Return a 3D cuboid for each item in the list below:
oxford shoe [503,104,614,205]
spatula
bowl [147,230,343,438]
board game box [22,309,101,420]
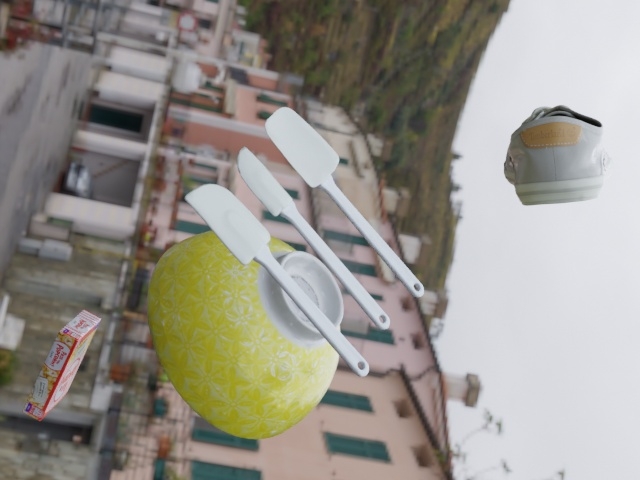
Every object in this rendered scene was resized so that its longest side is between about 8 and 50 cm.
[{"bbox_3d":[0.353,-0.139,1.581,0.449,0.169,0.130,-36,118,-76],"label":"oxford shoe"},{"bbox_3d":[0.000,0.000,1.023,0.019,0.242,0.168,-31,-167,50],"label":"spatula"},{"bbox_3d":[-0.065,0.096,1.366,0.156,0.289,0.289,-31,-140,36],"label":"bowl"},{"bbox_3d":[-0.520,0.249,2.122,0.193,0.045,0.147,-62,180,15],"label":"board game box"}]
